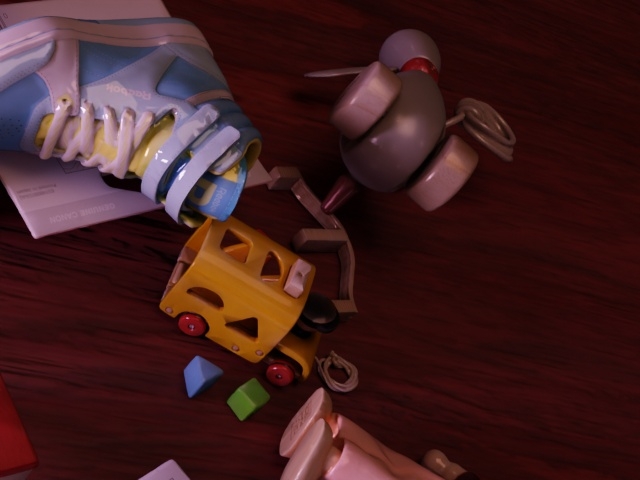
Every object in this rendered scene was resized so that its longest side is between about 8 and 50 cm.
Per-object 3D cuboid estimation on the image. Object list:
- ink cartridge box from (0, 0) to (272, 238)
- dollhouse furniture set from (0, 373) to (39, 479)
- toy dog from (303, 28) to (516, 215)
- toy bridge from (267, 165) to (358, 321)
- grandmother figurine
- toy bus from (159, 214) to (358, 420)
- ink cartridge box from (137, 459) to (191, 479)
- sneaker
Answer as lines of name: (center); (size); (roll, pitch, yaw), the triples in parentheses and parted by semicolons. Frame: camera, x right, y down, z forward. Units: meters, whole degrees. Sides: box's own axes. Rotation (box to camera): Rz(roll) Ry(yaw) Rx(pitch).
ink cartridge box: (-0.230, -0.120, 1.519); (0.296, 0.066, 0.261); (-15, 67, -42)
dollhouse furniture set: (-0.373, 0.034, 1.224); (0.201, 0.152, 0.374); (-11, 64, -42)
toy dog: (0.070, -0.120, 1.697); (0.220, 0.161, 0.334); (51, 19, 5)
toy bridge: (0.000, 0.000, 1.624); (0.063, 0.026, 0.188); (1, 57, -39)
grandmother figurine: (0.123, 0.263, 1.447); (0.342, 0.104, 0.208); (32, 26, -12)
toy bus: (-0.049, 0.057, 1.483); (0.202, 0.104, 0.191); (-11, 64, -41)
ink cartridge box: (-0.129, 0.370, 1.180); (0.330, 0.071, 0.324); (46, 42, 13)
sneaker: (-0.181, -0.094, 1.382); (0.319, 0.127, 0.208); (-17, 61, -42)
